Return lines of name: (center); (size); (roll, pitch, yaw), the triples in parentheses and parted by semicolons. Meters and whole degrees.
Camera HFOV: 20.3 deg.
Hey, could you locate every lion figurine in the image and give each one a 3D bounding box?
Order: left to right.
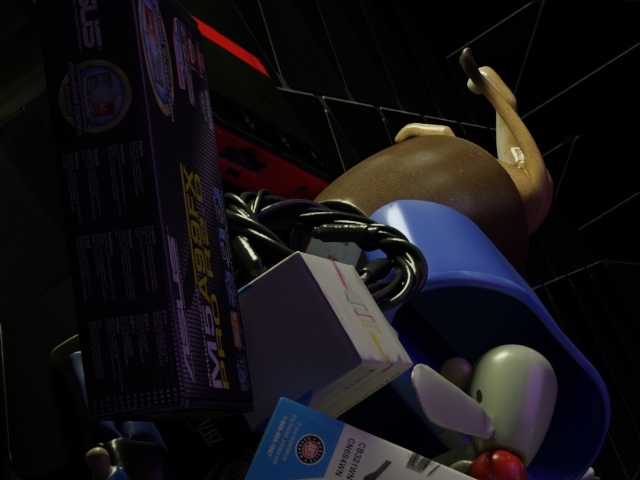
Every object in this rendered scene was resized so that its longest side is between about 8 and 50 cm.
lion figurine: (0.175, -0.002, 2.009); (0.240, 0.142, 0.392); (49, -37, 29)

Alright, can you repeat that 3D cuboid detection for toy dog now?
toy dog: (0.062, 0.203, 1.326); (0.161, 0.220, 0.334); (22, 26, 5)

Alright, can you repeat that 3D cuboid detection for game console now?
game console: (-0.142, -0.196, 1.833); (0.342, 0.060, 0.386); (57, 12, 19)

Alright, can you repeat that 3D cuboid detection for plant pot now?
plant pot: (0.071, 0.001, 1.857); (0.230, 0.215, 0.215); (-9, 66, -59)

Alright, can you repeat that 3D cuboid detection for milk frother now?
milk frother: (-0.242, -0.147, 1.163); (0.143, 0.134, 0.129); (47, 16, -37)

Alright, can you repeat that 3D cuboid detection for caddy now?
caddy: (0.102, 0.130, 1.541); (0.341, 0.241, 0.179); (45, 14, -40)

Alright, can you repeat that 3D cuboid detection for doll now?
doll: (-0.115, 0.149, 1.137); (0.129, 0.046, 0.189); (39, 22, -51)

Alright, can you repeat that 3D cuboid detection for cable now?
cable: (0.000, 0.000, 1.400); (0.184, 0.150, 0.047); (-127, -139, -60)

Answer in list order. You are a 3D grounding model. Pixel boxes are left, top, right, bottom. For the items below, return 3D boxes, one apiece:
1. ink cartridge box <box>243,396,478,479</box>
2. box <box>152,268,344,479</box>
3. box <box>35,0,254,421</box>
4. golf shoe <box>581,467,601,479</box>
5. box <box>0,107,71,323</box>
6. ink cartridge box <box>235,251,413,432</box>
ink cartridge box: (0.036, 0.211, 1.131); (0.203, 0.086, 0.148); (22, 50, 2)
box: (-0.064, 0.115, 1.324); (0.147, 0.077, 0.180); (56, 13, -4)
box: (-0.104, -0.024, 1.097); (0.216, 0.060, 0.270); (43, 38, -80)
golf shoe: (0.285, 0.287, 2.162); (0.176, 0.086, 0.069); (34, 28, -55)
box: (-0.197, -0.009, 1.085); (0.087, 0.102, 0.101); (53, 14, -14)
ink cartridge box: (-0.007, 0.073, 1.250); (0.090, 0.092, 0.143); (59, 13, 14)
